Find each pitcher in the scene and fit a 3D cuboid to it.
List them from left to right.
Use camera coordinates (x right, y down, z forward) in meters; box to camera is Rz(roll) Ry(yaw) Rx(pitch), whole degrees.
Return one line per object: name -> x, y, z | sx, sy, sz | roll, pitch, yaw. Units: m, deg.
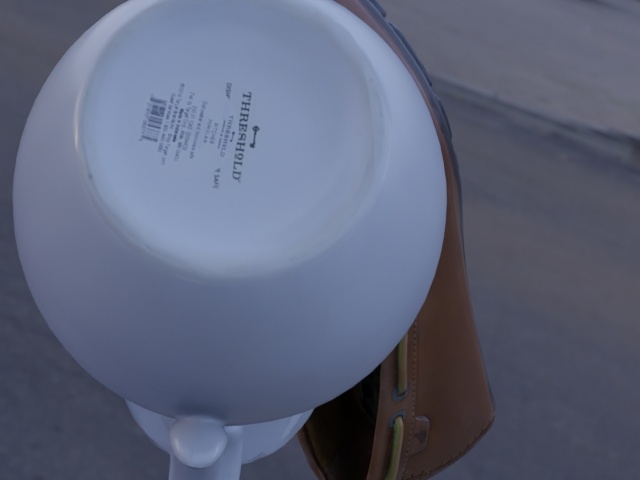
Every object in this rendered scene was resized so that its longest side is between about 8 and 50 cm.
pitcher -> -0.031, 0.026, 0.571 | 0.126, 0.177, 0.207 | 5, -18, -2

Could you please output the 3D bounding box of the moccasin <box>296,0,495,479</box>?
moccasin -> -0.002, -0.001, 1.092 | 0.139, 0.380, 0.147 | 25, 50, 39
